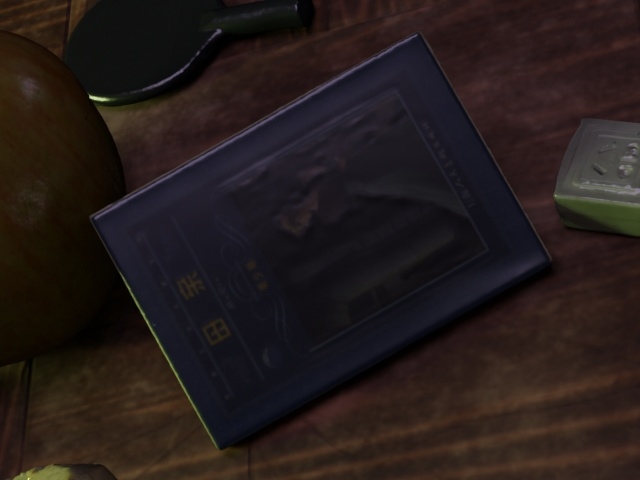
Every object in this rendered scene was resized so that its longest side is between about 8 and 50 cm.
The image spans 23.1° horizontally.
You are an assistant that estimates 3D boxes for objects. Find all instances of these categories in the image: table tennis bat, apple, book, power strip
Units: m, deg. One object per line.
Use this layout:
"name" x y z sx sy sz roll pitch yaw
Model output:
"table tennis bat" -0.119 -0.182 1.352 0.236 0.027 0.150 -7 53 21
"apple" -0.269 -0.027 1.175 0.264 0.264 0.264 -12 52 15
"book" 0.000 0.000 1.095 0.269 0.025 0.191 -29 86 1
"power strip" 0.244 -0.040 1.074 0.175 0.042 0.075 7 58 28

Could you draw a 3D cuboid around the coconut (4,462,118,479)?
"coconut" -0.145 0.273 0.894 0.239 0.244 0.239 -35 11 8
